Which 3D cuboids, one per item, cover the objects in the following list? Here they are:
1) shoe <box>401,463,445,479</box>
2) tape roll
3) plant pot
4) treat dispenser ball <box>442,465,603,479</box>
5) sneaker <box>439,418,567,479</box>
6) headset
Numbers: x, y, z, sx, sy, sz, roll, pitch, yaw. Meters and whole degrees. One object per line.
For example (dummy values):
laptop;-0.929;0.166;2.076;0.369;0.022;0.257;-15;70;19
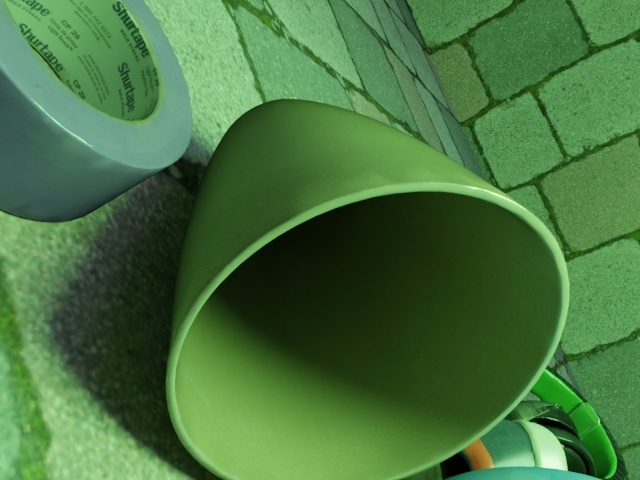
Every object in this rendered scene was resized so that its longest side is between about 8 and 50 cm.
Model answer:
shoe;0.149;0.326;0.675;0.219;0.058;0.076;64;22;0
tape roll;-0.173;-0.112;0.408;0.189;0.080;0.189;48;26;-33
plant pot;0.000;0.000;0.501;0.256;0.256;0.274;46;11;-37
treat dispenser ball;0.127;0.281;0.368;0.288;0.288;0.288;49;26;-34
sneaker;0.126;0.330;0.568;0.131;0.148;0.350;114;-15;-62
headset;0.250;0.206;0.818;0.394;0.185;0.243;13;33;-36
